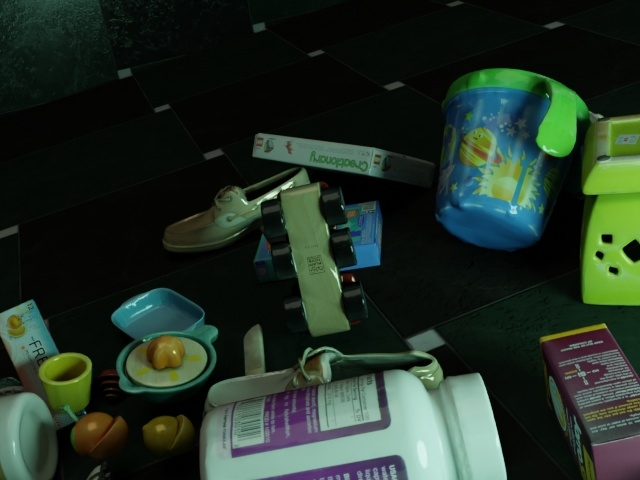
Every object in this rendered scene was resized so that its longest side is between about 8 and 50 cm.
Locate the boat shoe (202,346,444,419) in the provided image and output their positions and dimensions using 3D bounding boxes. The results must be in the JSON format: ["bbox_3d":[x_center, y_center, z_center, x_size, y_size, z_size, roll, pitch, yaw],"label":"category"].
[{"bbox_3d":[0.002,0.181,1.052,0.302,0.103,0.113,-3,31,3],"label":"boat shoe"}]

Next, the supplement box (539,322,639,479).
[{"bbox_3d":[0.306,0.189,0.934,0.080,0.104,0.188,-13,27,4],"label":"supplement box"}]

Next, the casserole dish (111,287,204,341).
[{"bbox_3d":[-0.259,0.134,1.386,0.114,0.037,0.188,-31,32,-29],"label":"casserole dish"}]

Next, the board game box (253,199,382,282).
[{"bbox_3d":[0.000,0.000,1.495,0.210,0.047,0.160,-8,29,11],"label":"board game box"}]

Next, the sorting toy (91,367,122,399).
[{"bbox_3d":[-0.329,0.216,1.258,0.102,0.061,0.042,-11,56,18],"label":"sorting toy"}]

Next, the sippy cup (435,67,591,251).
[{"bbox_3d":[0.285,-0.113,1.348,0.240,0.305,0.224,9,68,23],"label":"sippy cup"}]

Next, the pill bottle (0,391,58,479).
[{"bbox_3d":[-0.472,0.281,1.112,0.229,0.131,0.131,-12,28,5],"label":"pill bottle"}]

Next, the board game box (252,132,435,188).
[{"bbox_3d":[0.042,-0.155,1.657,0.305,0.053,0.193,13,4,42],"label":"board game box"}]

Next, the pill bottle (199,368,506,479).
[{"bbox_3d":[0.036,0.232,0.917,0.301,0.169,0.169,-12,28,4],"label":"pill bottle"}]

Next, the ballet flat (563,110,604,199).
[{"bbox_3d":[0.469,-0.192,1.560,0.139,0.139,0.400,-14,27,2],"label":"ballet flat"}]

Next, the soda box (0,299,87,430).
[{"bbox_3d":[-0.395,0.178,1.211,0.063,0.183,0.058,-25,-3,-19],"label":"soda box"}]

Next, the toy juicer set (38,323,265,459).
[{"bbox_3d":[-0.191,0.186,1.143,0.329,0.089,0.209,-13,32,-24],"label":"toy juicer set"}]

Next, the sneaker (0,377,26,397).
[{"bbox_3d":[-0.461,0.230,1.281,0.166,0.065,0.076,-4,24,15],"label":"sneaker"}]

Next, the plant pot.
[{"bbox_3d":[0.475,-0.057,1.200,0.227,0.207,0.228,-3,29,21],"label":"plant pot"}]

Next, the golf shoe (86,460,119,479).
[{"bbox_3d":[-0.279,0.332,0.983,0.094,0.077,0.198,-14,26,2],"label":"golf shoe"}]

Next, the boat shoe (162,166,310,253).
[{"bbox_3d":[-0.160,-0.061,1.631,0.302,0.098,0.109,-18,28,-6],"label":"boat shoe"}]

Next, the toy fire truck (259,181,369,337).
[{"bbox_3d":[-0.021,0.023,1.320,0.158,0.217,0.246,-13,5,5],"label":"toy fire truck"}]
